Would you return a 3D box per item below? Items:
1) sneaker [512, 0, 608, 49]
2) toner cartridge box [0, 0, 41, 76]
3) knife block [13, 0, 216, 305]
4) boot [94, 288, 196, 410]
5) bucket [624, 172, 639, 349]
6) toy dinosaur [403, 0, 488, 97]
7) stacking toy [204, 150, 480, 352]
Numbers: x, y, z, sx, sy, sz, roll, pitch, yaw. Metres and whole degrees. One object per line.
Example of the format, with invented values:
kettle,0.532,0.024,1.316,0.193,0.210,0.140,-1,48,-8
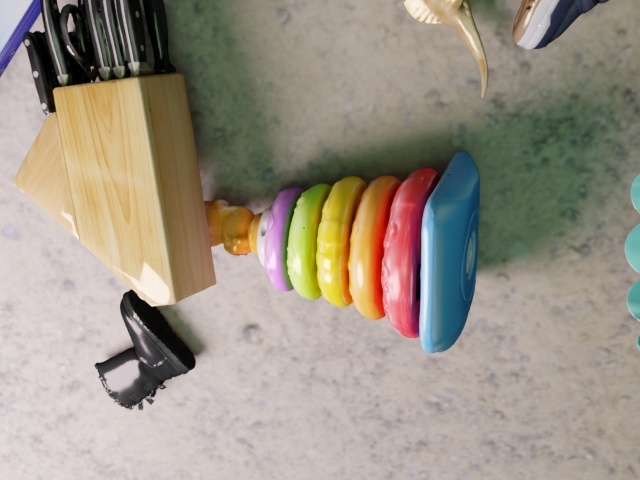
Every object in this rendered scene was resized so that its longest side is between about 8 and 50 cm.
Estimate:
sneaker,0.299,-0.260,0.922,0.153,0.099,0.282,32,109,-6
toner cartridge box,-0.349,-0.250,1.003,0.165,0.075,0.348,35,111,-10
knife block,-0.167,-0.110,0.996,0.276,0.088,0.242,41,113,10
boot,-0.206,0.123,1.165,0.099,0.045,0.121,-31,107,20
bucket,0.400,-0.006,0.934,0.183,0.281,0.281,5,113,-1
toy dinosaur,0.123,-0.231,0.987,0.183,0.053,0.092,47,125,-6
stacking toy,0.000,0.000,1.047,0.302,0.175,0.165,6,115,15
